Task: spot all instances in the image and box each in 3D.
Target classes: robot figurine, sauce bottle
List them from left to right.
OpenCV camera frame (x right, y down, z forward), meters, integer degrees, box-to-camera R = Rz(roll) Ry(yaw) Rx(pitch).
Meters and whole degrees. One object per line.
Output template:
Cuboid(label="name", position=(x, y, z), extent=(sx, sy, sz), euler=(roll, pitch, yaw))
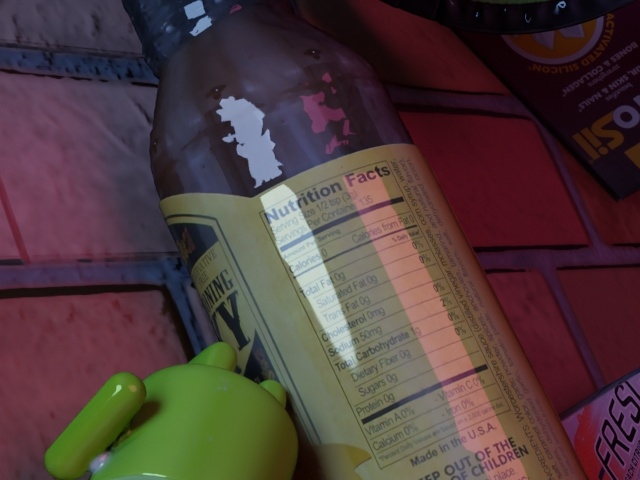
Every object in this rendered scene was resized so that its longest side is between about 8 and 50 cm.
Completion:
Cuboid(label="robot figurine", position=(-0.047, 0.090, 0.555), extent=(0.101, 0.067, 0.115), euler=(40, 38, -17))
Cuboid(label="sauce bottle", position=(0.000, 0.000, 0.648), extent=(0.111, 0.111, 0.344), euler=(-6, 65, -51))

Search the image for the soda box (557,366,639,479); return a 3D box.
Cuboid(label="soda box", position=(0.133, 0.105, 0.759), extent=(0.183, 0.063, 0.058), euler=(-19, 77, -54))

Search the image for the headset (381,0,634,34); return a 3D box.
Cuboid(label="headset", position=(0.024, -0.253, 0.783), extent=(0.394, 0.243, 0.185), euler=(23, 9, 3))

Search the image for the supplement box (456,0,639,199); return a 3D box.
Cuboid(label="supplement box", position=(0.164, -0.129, 0.950), extent=(0.188, 0.104, 0.081), euler=(44, 37, -16))
